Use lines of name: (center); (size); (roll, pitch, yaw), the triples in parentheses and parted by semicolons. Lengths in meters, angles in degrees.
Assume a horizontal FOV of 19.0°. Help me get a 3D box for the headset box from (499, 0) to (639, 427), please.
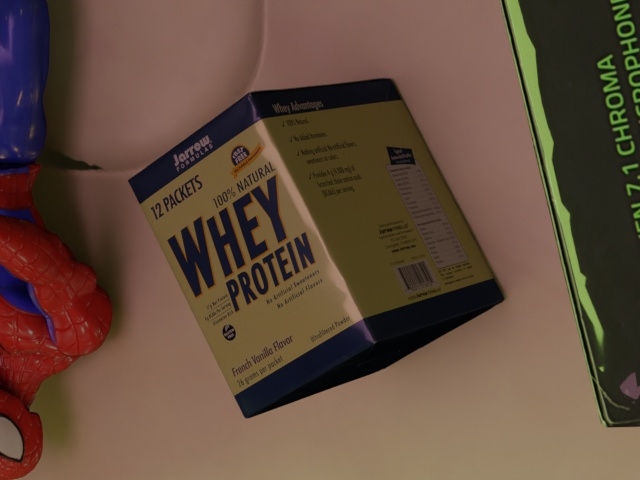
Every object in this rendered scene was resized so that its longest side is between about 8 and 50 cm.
headset box: (0.195, -0.067, 0.362); (0.283, 0.246, 0.131); (-13, 92, 35)

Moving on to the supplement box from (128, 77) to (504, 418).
supplement box: (0.000, 0.000, 0.598); (0.056, 0.083, 0.083); (-33, 79, 32)

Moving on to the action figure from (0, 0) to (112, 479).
action figure: (-0.142, -0.044, 0.658); (0.091, 0.139, 0.280); (2, 102, 34)
